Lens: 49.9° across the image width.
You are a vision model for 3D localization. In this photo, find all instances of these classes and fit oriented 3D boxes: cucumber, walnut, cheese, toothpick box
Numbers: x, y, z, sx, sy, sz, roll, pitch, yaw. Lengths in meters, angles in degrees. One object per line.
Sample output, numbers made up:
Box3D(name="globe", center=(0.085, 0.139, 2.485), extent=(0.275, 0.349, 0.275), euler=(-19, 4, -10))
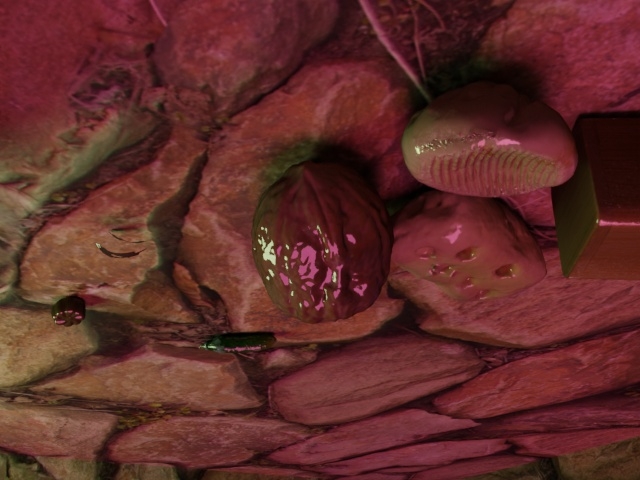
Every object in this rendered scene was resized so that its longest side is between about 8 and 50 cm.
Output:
Box3D(name="cucumber", center=(-0.162, 0.201, 1.336), extent=(0.155, 0.037, 0.037), euler=(-4, 151, 3))
Box3D(name="walnut", center=(0.002, -0.002, 0.847), extent=(0.178, 0.178, 0.230), euler=(-6, 133, 7))
Box3D(name="cheese", center=(0.204, 0.014, 0.963), extent=(0.159, 0.093, 0.263), euler=(-23, 146, 35))
Box3D(name="toothpick box", center=(0.444, -0.046, 0.792), extent=(0.308, 0.190, 0.187), euler=(1, 152, 4))

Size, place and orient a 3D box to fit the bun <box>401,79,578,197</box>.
Box3D(name="bun", center=(0.179, -0.112, 0.720), extent=(0.183, 0.102, 0.183), euler=(5, 168, 1))

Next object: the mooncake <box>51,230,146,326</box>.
Box3D(name="mooncake", center=(-0.347, 0.059, 1.058), extent=(0.150, 0.057, 0.347), euler=(-7, 160, -19))
